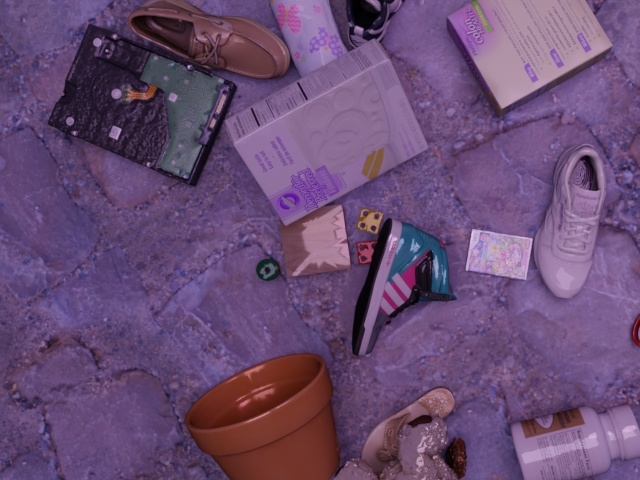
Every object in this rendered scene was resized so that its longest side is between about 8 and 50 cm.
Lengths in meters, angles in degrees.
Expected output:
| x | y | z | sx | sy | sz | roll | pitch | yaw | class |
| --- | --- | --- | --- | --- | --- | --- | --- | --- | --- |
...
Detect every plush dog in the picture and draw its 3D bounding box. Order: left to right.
| x | y | z | sx | sy | sz | roll | pitch | yaw | class |
| --- | --- | --- | --- | --- | --- | --- | --- | --- | --- |
| 0.186 | 0.475 | 1.824 | 0.262 | 0.225 | 0.210 | -38 | 64 | 15 | plush dog |

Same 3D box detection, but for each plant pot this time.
| x | y | z | sx | sy | sz | roll | pitch | yaw | class |
| --- | --- | --- | --- | --- | --- | --- | --- | --- | --- |
| -0.091 | 0.376 | 1.853 | 0.291 | 0.291 | 0.203 | -20 | 102 | 7 | plant pot |

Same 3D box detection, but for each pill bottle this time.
| x | y | z | sx | sy | sz | roll | pitch | yaw | class |
| --- | --- | --- | --- | --- | --- | --- | --- | --- | --- |
| 0.489 | 0.389 | 1.828 | 0.229 | 0.131 | 0.131 | -15 | 86 | 7 | pill bottle |

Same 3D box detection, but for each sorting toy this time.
| x | y | z | sx | sy | sz | roll | pitch | yaw | class |
| --- | --- | --- | --- | --- | --- | --- | --- | --- | --- |
| 0.000 | 0.000 | 1.951 | 0.275 | 0.046 | 0.132 | -9 | 87 | 8 | sorting toy |

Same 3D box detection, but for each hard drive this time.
| x | y | z | sx | sy | sz | roll | pitch | yaw | class |
| --- | --- | --- | --- | --- | --- | --- | --- | --- | --- |
| -0.373 | -0.284 | 2.005 | 0.339 | 0.064 | 0.236 | 22 | 92 | 9 | hard drive |

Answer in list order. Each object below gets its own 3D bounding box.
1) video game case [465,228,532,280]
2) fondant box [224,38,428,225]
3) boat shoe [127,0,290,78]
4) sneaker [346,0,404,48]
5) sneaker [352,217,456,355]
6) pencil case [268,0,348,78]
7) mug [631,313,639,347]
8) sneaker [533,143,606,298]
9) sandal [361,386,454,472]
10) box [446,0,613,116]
| x | y | z | sx | sy | sz | roll | pitch | yaw | class |
| --- | --- | --- | --- | --- | --- | --- | --- | --- | --- |
| 0.358 | 0.029 | 1.917 | 0.122 | 0.011 | 0.087 | 9 | 90 | 9 | video game case |
| 0.016 | -0.205 | 1.853 | 0.330 | 0.238 | 0.096 | -28 | 42 | 4 | fondant box |
| -0.229 | -0.399 | 1.944 | 0.341 | 0.110 | 0.121 | 21 | 127 | 14 | boat shoe |
| 0.115 | -0.497 | 1.895 | 0.094 | 0.153 | 0.235 | 28 | 93 | 7 | sneaker |
| 0.175 | 0.110 | 1.891 | 0.179 | 0.124 | 0.295 | 14 | 112 | -8 | sneaker |
| -0.004 | -0.394 | 1.927 | 0.124 | 0.113 | 0.273 | -29 | 82 | 33 | pencil case |
| 0.685 | 0.157 | 1.819 | 0.150 | 0.113 | 0.169 | 13 | 87 | 7 | mug |
| 0.479 | -0.039 | 1.832 | 0.114 | 0.152 | 0.305 | 6 | 91 | 6 | sneaker |
| 0.168 | 0.382 | 1.900 | 0.240 | 0.079 | 0.088 | -43 | 83 | 5 | sandal |
| 0.404 | -0.397 | 1.870 | 0.243 | 0.117 | 0.213 | -30 | 85 | 5 | box |
